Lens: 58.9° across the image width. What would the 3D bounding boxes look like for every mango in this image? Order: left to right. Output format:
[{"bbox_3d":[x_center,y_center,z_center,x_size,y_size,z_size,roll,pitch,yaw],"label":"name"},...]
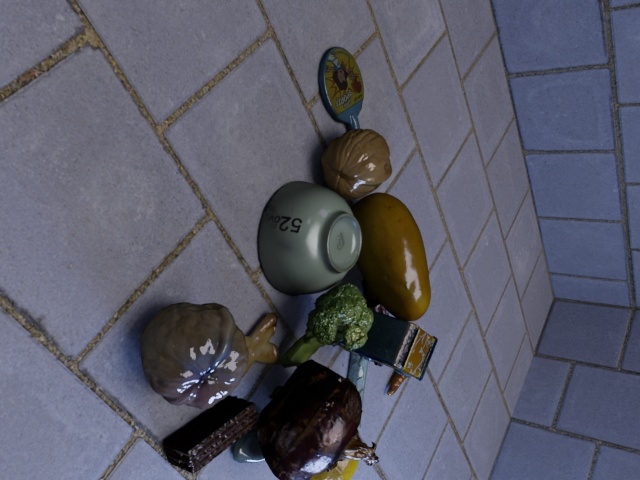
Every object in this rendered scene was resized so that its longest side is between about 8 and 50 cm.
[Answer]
[{"bbox_3d":[0.232,0.055,1.862,0.300,0.232,0.445,99,-29,-70],"label":"mango"}]

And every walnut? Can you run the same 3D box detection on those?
[{"bbox_3d":[-0.291,0.256,1.309,0.248,0.249,0.248,-8,101,-51],"label":"walnut"},{"bbox_3d":[0.118,-0.242,1.791,0.261,0.225,0.224,-38,123,-49],"label":"walnut"}]

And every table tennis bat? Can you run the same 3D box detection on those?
[{"bbox_3d":[0.083,-0.467,1.859,0.215,0.044,0.328,-42,123,-43],"label":"table tennis bat"}]

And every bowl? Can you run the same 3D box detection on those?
[{"bbox_3d":[0.000,0.000,1.684,0.354,0.185,0.353,-9,101,-51],"label":"bowl"}]

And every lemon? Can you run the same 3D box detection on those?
[{"bbox_3d":[0.028,0.683,1.799,0.256,0.188,0.188,-58,135,-22],"label":"lemon"}]

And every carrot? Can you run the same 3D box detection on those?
[{"bbox_3d":[0.322,0.545,2.269,0.210,0.061,0.061,-43,126,-37],"label":"carrot"}]

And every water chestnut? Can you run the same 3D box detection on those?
[{"bbox_3d":[0.004,0.528,1.577,0.347,0.335,0.335,39,52,4],"label":"water chestnut"}]

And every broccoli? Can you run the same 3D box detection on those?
[{"bbox_3d":[0.038,0.266,1.652,0.302,0.186,0.254,-50,166,-26],"label":"broccoli"}]

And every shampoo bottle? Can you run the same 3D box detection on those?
[{"bbox_3d":[0.212,0.291,2.068,0.129,0.084,0.322,-44,127,-61],"label":"shampoo bottle"}]

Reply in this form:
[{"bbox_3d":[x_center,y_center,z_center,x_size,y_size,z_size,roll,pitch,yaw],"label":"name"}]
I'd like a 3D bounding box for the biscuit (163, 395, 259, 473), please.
[{"bbox_3d":[-0.274,0.487,1.454,0.252,0.106,0.070,-27,113,-49],"label":"biscuit"}]

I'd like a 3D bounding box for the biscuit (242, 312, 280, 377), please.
[{"bbox_3d":[-0.194,0.303,1.583,0.208,0.047,0.164,-17,107,-50],"label":"biscuit"}]

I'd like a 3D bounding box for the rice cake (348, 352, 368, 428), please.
[{"bbox_3d":[0.132,0.499,2.013,0.066,0.063,0.335,12,83,-62],"label":"rice cake"}]

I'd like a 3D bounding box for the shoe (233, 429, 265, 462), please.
[{"bbox_3d":[-0.163,0.591,1.632,0.195,0.078,0.079,7,89,-56],"label":"shoe"}]

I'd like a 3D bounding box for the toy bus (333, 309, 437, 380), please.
[{"bbox_3d":[0.188,0.318,1.845,0.194,0.324,0.161,37,73,-46],"label":"toy bus"}]
